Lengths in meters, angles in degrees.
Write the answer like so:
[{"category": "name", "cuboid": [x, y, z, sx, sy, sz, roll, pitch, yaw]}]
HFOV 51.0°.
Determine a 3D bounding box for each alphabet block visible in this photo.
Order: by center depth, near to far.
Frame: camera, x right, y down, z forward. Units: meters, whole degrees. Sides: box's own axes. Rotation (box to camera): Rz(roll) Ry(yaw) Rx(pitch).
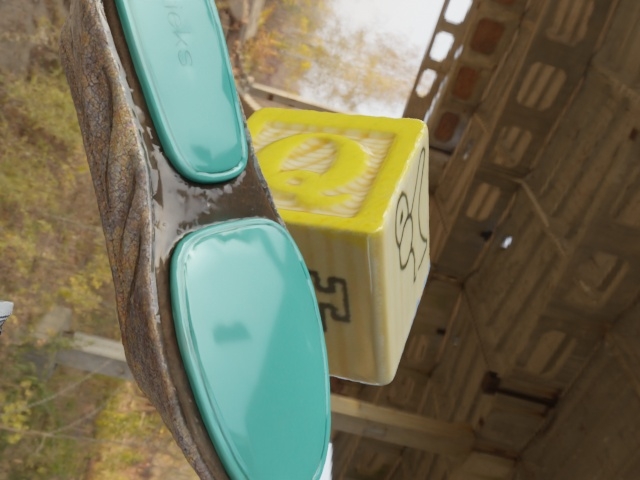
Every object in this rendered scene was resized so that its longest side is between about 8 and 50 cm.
[{"category": "alphabet block", "cuboid": [0.000, 0.000, 0.680, 0.192, 0.193, 0.197, -63, 154, -47]}]

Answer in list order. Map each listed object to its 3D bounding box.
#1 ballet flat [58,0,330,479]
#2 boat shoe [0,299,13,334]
[{"category": "ballet flat", "cuboid": [-0.076, -0.005, 0.375, 0.106, 0.107, 0.316, -21, -102, 44]}, {"category": "boat shoe", "cuboid": [-0.354, 0.101, 0.665, 0.183, 0.065, 0.083, 177, -80, -76]}]
